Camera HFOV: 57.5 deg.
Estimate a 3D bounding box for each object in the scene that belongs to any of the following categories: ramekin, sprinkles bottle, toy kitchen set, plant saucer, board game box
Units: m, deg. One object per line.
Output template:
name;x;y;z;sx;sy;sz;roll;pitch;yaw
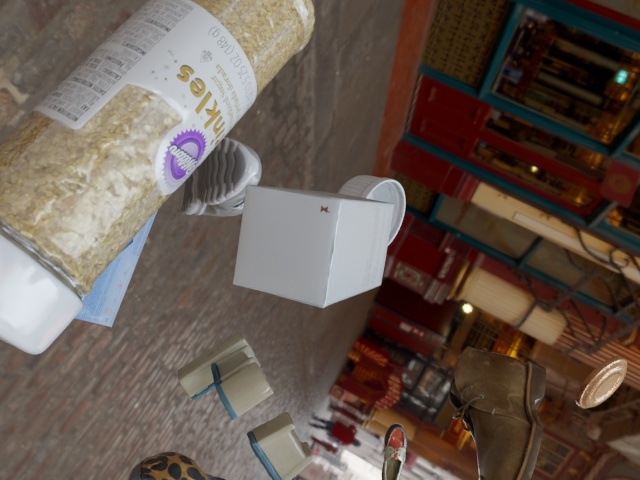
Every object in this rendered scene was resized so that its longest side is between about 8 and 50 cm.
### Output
ramekin;0.122;-0.076;1.553;0.207;0.109;0.207;-25;126;-40
sprinkles bottle;-0.146;-0.089;0.455;0.355;0.121;0.121;-55;166;-21
toy kitchen set;-0.119;0.261;0.883;0.122;0.166;0.207;-32;-166;-9
plant saucer;0.365;0.185;0.752;0.083;0.013;0.084;-18;129;-23
board game box;-0.441;0.036;1.228;0.282;0.027;0.145;-71;158;-11

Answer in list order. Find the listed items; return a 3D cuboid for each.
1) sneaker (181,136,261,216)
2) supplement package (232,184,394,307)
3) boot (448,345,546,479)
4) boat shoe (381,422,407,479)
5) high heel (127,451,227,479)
sneaker;-0.143;-0.098;0.958;0.281;0.115;0.105;172;-76;-64
supplement package;0.000;0.000;0.635;0.179;0.105;0.105;-4;105;-67
boot;0.202;0.226;0.707;0.305;0.115;0.113;-40;152;-65
boat shoe;0.154;0.454;1.225;0.043;0.049;0.137;-51;151;-86
high heel;-0.073;0.300;0.493;0.093;0.261;0.186;-41;148;-7
